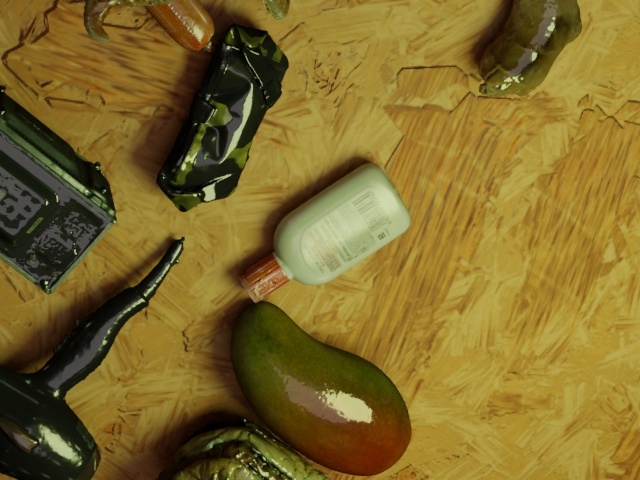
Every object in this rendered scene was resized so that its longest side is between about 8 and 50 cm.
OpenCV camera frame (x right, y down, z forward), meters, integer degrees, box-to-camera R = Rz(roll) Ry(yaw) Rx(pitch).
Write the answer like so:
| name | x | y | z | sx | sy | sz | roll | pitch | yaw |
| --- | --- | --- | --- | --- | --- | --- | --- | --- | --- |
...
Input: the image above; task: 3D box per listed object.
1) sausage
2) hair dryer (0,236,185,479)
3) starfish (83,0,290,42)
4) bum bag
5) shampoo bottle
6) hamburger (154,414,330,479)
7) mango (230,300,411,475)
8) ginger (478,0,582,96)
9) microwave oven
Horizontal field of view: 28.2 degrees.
| name | x | y | z | sx | sy | sz | roll | pitch | yaw |
| --- | --- | --- | --- | --- | --- | --- | --- | --- | --- |
| sausage | -0.221 | -0.327 | 1.340 | 0.053 | 0.053 | 0.348 | -39 | 120 | 3 |
| hair dryer | -0.309 | 0.103 | 1.512 | 0.359 | 0.120 | 0.304 | -46 | 105 | -5 |
| starfish | -0.109 | -0.344 | 1.314 | 0.375 | 0.094 | 0.327 | -43 | 129 | -14 |
| bum bag | -0.109 | -0.134 | 1.459 | 0.106 | 0.060 | 0.233 | 13 | 111 | -40 |
| shampoo bottle | 0.000 | 0.000 | 1.565 | 0.221 | 0.051 | 0.108 | -33 | 120 | 0 |
| hamburger | -0.102 | 0.310 | 1.637 | 0.183 | 0.130 | 0.206 | -30 | 136 | 27 |
| mango | -0.002 | 0.200 | 1.620 | 0.289 | 0.129 | 0.146 | 32 | 104 | -19 |
| ginger | 0.252 | -0.252 | 1.517 | 0.095 | 0.069 | 0.190 | 21 | 105 | -30 |
| microwave oven | -0.330 | -0.070 | 1.366 | 0.205 | 0.163 | 0.129 | 40 | 96 | -25 |
